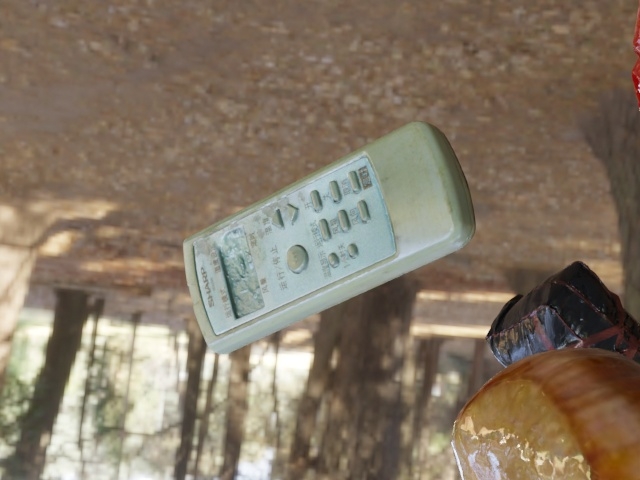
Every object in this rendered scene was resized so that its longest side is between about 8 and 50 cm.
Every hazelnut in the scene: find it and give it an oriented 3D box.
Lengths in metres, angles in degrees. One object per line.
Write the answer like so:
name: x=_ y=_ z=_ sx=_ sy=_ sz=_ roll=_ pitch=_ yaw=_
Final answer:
hazelnut: x=0.157 y=0.121 z=0.612 sx=0.150 sy=0.150 sz=0.150 roll=6 pitch=174 yaw=1

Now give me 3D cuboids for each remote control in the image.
remote control: x=0.000 y=0.000 z=0.808 sx=0.233 sy=0.098 sz=0.038 roll=-26 pitch=158 yaw=26

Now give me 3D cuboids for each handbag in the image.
handbag: x=0.347 y=0.143 z=1.448 sx=0.215 sy=0.155 sz=0.169 roll=43 pitch=152 yaw=-5

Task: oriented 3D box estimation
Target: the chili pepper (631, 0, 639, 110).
chili pepper: x=0.282 y=-0.061 z=0.353 sx=0.338 sy=0.135 sz=0.131 roll=19 pitch=149 yaw=24
